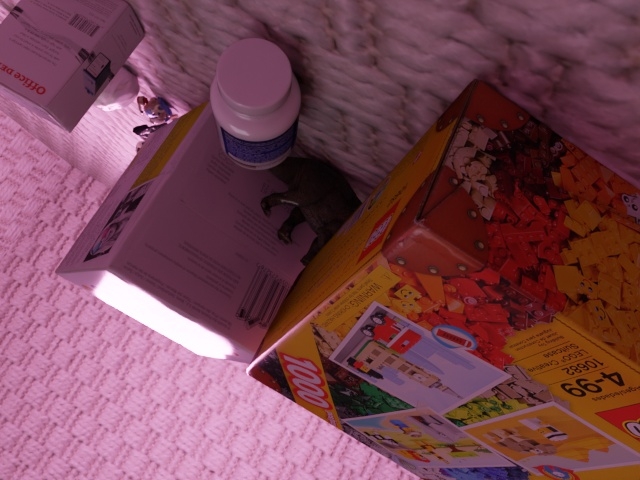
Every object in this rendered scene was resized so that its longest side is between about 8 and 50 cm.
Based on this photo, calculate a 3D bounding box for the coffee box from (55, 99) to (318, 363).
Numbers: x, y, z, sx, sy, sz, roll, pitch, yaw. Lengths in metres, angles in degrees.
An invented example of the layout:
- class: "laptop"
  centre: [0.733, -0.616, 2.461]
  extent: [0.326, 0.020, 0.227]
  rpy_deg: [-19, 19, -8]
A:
- class: "coffee box"
  centre: [-0.206, 0.000, 1.023]
  extent: [0.337, 0.338, 0.334]
  rpy_deg: [39, 154, -29]

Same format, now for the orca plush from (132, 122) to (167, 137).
- class: "orca plush"
  centre: [-0.320, -0.182, 1.294]
  extent: [0.287, 0.151, 0.102]
  rpy_deg: [39, -162, -45]

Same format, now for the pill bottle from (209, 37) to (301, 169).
- class: "pill bottle"
  centre: [-0.081, -0.167, 0.701]
  extent: [0.112, 0.112, 0.187]
  rpy_deg: [31, 169, 0]

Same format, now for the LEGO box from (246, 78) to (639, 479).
- class: "LEGO box"
  centre: [0.169, 0.119, 0.669]
  extent: [0.372, 0.193, 0.500]
  rpy_deg: [32, 147, -5]

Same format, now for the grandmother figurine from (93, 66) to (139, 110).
- class: "grandmother figurine"
  centre: [-0.496, -0.336, 1.113]
  extent: [0.342, 0.104, 0.208]
  rpy_deg: [22, -167, 28]

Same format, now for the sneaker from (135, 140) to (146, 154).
- class: "sneaker"
  centre: [-0.442, -0.221, 1.569]
  extent: [0.170, 0.068, 0.071]
  rpy_deg: [45, 180, -21]

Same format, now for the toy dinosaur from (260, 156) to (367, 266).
- class: "toy dinosaur"
  centre: [0.003, -0.056, 0.909]
  extent: [0.313, 0.160, 0.121]
  rpy_deg: [40, 157, 9]

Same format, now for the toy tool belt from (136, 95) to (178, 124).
- class: "toy tool belt"
  centre: [-0.318, -0.261, 1.098]
  extent: [0.051, 0.052, 0.083]
  rpy_deg: [-4, 163, 11]

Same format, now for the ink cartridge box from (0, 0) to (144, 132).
- class: "ink cartridge box"
  centre: [-0.369, -0.273, 0.793]
  extent: [0.139, 0.191, 0.082]
  rpy_deg: [30, 168, 8]
